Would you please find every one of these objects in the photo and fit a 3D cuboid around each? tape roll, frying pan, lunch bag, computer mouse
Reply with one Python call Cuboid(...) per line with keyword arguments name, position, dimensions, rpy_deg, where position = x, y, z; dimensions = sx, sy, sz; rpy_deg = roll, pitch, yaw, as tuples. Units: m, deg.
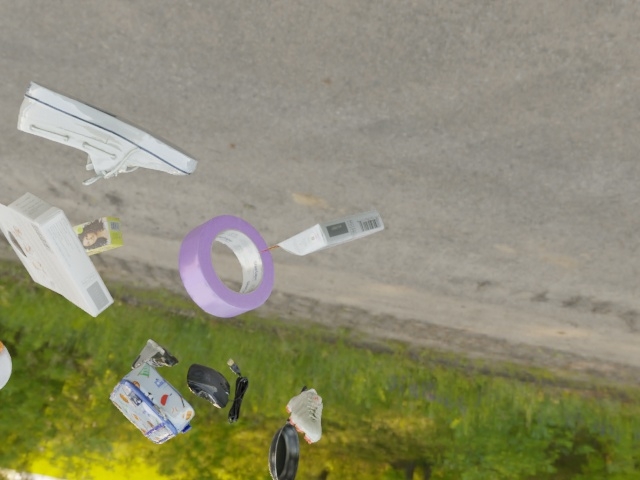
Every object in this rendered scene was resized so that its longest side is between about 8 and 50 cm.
Cuboid(name="tape roll", position=(-0.257, 0.071, 1.859), dimensions=(0.090, 0.274, 0.275), rpy_deg=(-23, 140, 37))
Cuboid(name="frying pan", position=(-0.108, 0.609, 2.101), dimensions=(0.053, 0.325, 0.197), rpy_deg=(-4, 160, 19))
Cuboid(name="lunch bag", position=(-0.503, 0.498, 2.001), dimensions=(0.243, 0.115, 0.303), rpy_deg=(48, 147, -1))
Cuboid(name="computer mouse", position=(-0.308, 0.441, 2.118), dimensions=(0.060, 0.184, 0.262), rpy_deg=(-16, 130, 30))

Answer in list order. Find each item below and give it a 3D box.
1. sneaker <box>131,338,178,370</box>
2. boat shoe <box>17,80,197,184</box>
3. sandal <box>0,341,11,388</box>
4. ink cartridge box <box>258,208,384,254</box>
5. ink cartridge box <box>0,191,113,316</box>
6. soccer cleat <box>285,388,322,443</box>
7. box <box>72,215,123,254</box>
Cuboid(name="sneaker", position=(-0.560, 0.415, 2.226), dimensions=(0.086, 0.132, 0.229), rpy_deg=(48, 162, -22))
Cuboid(name="boat shoe", position=(-0.451, -0.185, 1.398), dimensions=(0.367, 0.156, 0.136), rpy_deg=(23, -172, -19))
Cuboid(name="sandal", position=(-0.715, 0.188, 1.321), dimensions=(0.265, 0.102, 0.076), rpy_deg=(55, 157, -13))
Cuboid(name="ink cartridge box", position=(0.000, 0.000, 1.515), dimensions=(0.189, 0.066, 0.232), rpy_deg=(-16, 171, -42))
Cuboid(name="ink cartridge box", position=(-0.636, 0.018, 1.556), dimensions=(0.261, 0.066, 0.296), rpy_deg=(22, 142, 33))
Cuboid(name="soccer cleat", position=(-0.025, 0.360, 1.404), dimensions=(0.068, 0.076, 0.196), rpy_deg=(50, 175, -11))
Cuboid(name="box", position=(-0.679, 0.000, 1.907), dimensions=(0.233, 0.087, 0.058), rpy_deg=(-16, 171, 21))
